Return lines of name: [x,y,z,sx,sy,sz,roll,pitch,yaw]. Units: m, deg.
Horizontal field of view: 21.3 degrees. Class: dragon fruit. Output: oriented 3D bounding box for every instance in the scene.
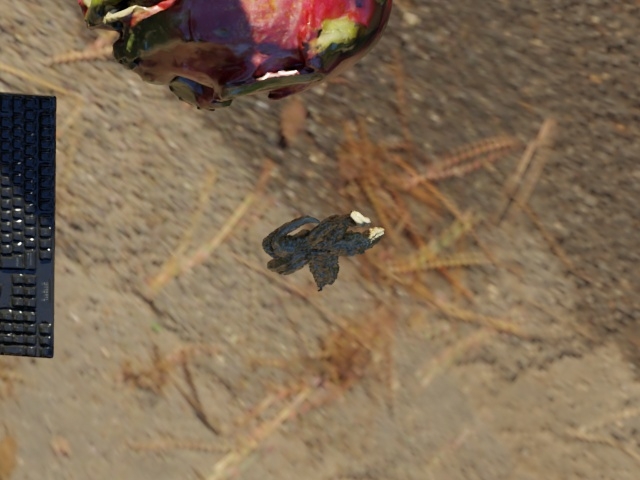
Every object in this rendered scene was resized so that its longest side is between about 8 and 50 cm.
dragon fruit: [-0.072,-0.240,1.593,0.302,0.237,0.231,-24,102,-22]

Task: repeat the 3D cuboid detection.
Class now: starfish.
starfish: [0.003,0.010,1.794,0.150,0.209,0.053,-11,77,-28]

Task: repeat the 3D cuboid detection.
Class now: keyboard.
keyboard: [-0.229,-0.010,1.276,0.061,0.013,0.204,4,105,2]
